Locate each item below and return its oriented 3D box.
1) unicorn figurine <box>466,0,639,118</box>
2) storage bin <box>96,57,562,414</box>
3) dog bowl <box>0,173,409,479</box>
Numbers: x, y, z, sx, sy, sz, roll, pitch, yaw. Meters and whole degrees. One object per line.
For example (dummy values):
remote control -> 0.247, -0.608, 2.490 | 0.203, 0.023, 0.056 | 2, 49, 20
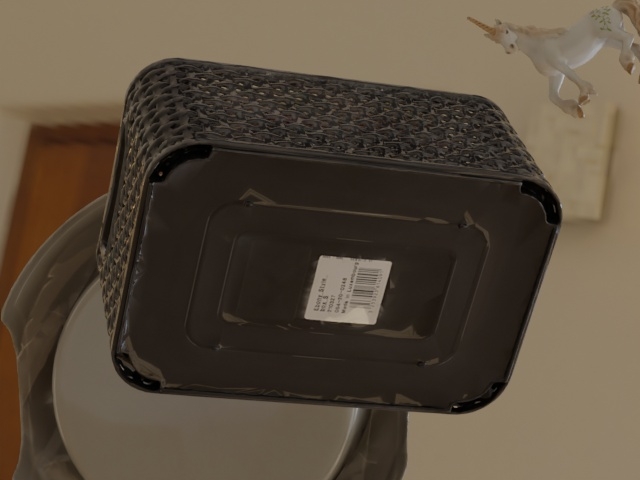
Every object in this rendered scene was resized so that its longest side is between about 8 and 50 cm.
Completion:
unicorn figurine -> 0.226, -0.171, 1.548 | 0.162, 0.111, 0.060 | -23, -25, -13
storage bin -> 0.000, 0.000, 0.753 | 0.180, 0.122, 0.084 | 6, 29, -15
dog bowl -> -0.089, 0.116, 1.407 | 0.349, 0.348, 0.102 | 9, 3, 5
